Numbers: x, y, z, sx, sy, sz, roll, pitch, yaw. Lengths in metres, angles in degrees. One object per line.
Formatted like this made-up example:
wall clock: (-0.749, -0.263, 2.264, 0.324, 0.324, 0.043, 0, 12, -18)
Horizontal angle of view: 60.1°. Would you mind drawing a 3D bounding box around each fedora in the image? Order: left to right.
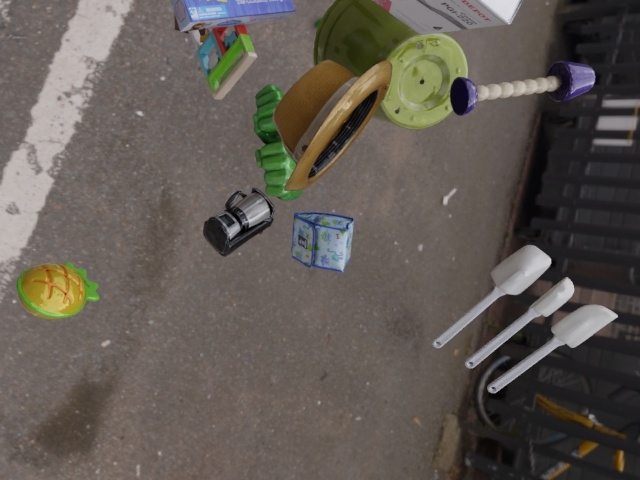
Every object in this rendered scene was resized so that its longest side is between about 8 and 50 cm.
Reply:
fedora: (0.000, -0.145, 0.644, 0.194, 0.079, 0.194, -48, 175, -5)

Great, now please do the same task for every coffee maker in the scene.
coffee maker: (-0.226, -0.036, 1.548, 0.178, 0.120, 0.171, -37, 141, -33)

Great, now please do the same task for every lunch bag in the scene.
lunch bag: (0.000, 0.000, 1.406, 0.096, 0.151, 0.128, -53, 152, -59)

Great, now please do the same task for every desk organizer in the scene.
desk organizer: (-0.384, -0.657, 1.684, 0.047, 0.130, 0.050, -38, 145, -47)

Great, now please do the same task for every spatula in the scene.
spatula: (0.295, 0.131, 0.852, 0.242, 0.168, 0.019, -51, -177, 34)

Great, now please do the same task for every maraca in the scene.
maraca: (-0.525, 0.097, 1.114, 0.127, 0.099, 0.186, 51, 18, 3)

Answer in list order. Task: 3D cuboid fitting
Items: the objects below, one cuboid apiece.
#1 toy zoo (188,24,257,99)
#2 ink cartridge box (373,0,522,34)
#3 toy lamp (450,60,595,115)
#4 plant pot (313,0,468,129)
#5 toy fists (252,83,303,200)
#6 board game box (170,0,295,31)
toy zoo: (-0.279, -0.560, 1.498, 0.030, 0.192, 0.293, -9, 72, -44)
ink cartridge box: (0.179, -0.394, 0.834, 0.159, 0.218, 0.092, 22, 92, -30)
toy lamp: (0.384, -0.289, 1.037, 0.275, 0.080, 0.080, -11, 110, -14)
plant pot: (0.202, -0.461, 1.459, 0.367, 0.353, 0.366, -9, 124, -13)
toy fists: (-0.103, -0.231, 1.314, 0.142, 0.096, 0.279, 54, 31, -79)
board game box: (-0.244, -0.692, 1.349, 0.319, 0.066, 0.317, -25, 101, -36)
